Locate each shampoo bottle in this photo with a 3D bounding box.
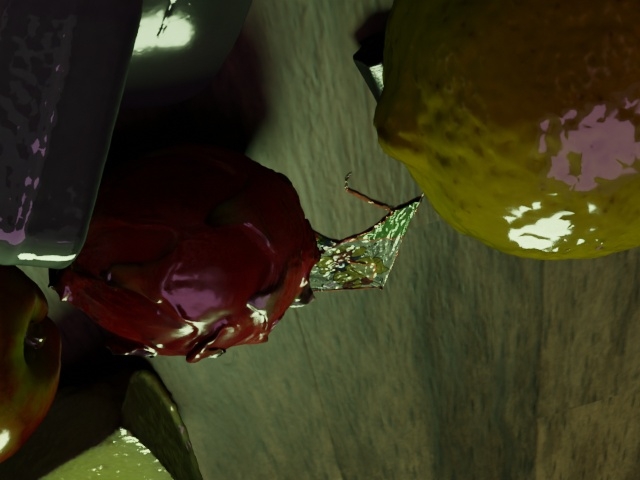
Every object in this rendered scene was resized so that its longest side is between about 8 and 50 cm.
[{"bbox_3d":[0.065,-0.110,1.047,0.048,0.027,0.137,-14,149,19],"label":"shampoo bottle"}]

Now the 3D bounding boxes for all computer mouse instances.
[{"bbox_3d":[-0.105,-0.158,0.869,0.120,0.057,0.232,0,144,-26],"label":"computer mouse"}]

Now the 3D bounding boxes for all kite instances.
[{"bbox_3d":[0.000,0.000,1.199,0.198,0.006,0.244,-31,145,20],"label":"kite"}]

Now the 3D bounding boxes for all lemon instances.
[{"bbox_3d":[0.182,-0.118,0.892,0.310,0.253,0.253,-21,147,-2],"label":"lemon"}]

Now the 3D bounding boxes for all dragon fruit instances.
[{"bbox_3d":[-0.097,0.010,1.017,0.209,0.172,0.172,-5,145,-22],"label":"dragon fruit"}]

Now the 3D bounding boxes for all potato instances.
[{"bbox_3d":[-0.264,0.223,1.312,0.255,0.112,0.269,-16,144,4],"label":"potato"}]

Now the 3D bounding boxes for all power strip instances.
[{"bbox_3d":[-0.188,-0.141,0.717,0.141,0.229,0.261,8,105,-33],"label":"power strip"}]

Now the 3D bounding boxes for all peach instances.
[{"bbox_3d":[-0.301,0.096,1.043,0.197,0.197,0.197,-12,147,-8],"label":"peach"}]
